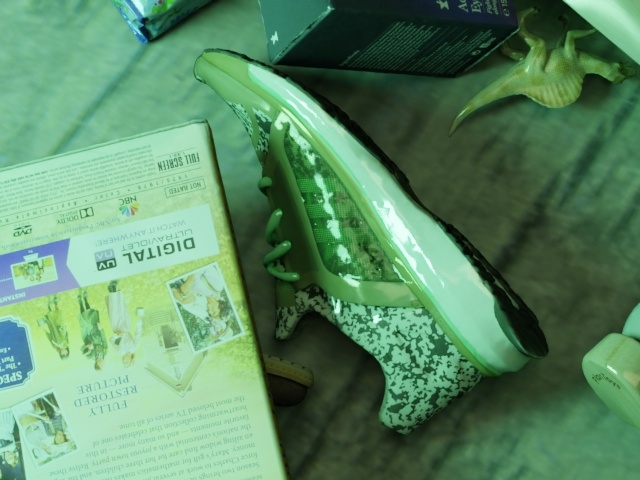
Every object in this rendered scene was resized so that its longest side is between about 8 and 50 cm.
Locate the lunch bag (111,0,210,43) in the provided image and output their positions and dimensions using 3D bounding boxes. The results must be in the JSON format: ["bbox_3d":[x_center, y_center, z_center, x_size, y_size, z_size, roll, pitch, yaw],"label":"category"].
[{"bbox_3d":[-0.155,-0.280,1.636,0.129,0.096,0.151,-35,84,-9],"label":"lunch bag"}]

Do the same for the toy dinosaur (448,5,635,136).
[{"bbox_3d":[0.195,-0.159,1.610,0.183,0.053,0.092,-15,73,-4],"label":"toy dinosaur"}]

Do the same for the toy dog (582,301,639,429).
[{"bbox_3d":[0.348,0.158,1.475,0.220,0.161,0.333,-22,87,-9],"label":"toy dog"}]

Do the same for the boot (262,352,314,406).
[{"bbox_3d":[-0.136,0.187,1.503,0.248,0.090,0.206,4,84,1],"label":"boot"}]

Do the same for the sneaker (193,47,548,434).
[{"bbox_3d":[0.000,0.000,1.527,0.182,0.158,0.410,-44,70,6],"label":"sneaker"}]

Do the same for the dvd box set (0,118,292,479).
[{"bbox_3d":[-0.190,0.138,1.437,0.308,0.062,0.420,-15,79,2],"label":"dvd box set"}]

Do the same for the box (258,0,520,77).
[{"bbox_3d":[0.052,-0.237,1.565,0.207,0.108,0.153,0,69,-33],"label":"box"}]

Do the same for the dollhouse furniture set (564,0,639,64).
[{"bbox_3d":[0.374,-0.335,1.505,0.256,0.362,0.394,43,111,15],"label":"dollhouse furniture set"}]
